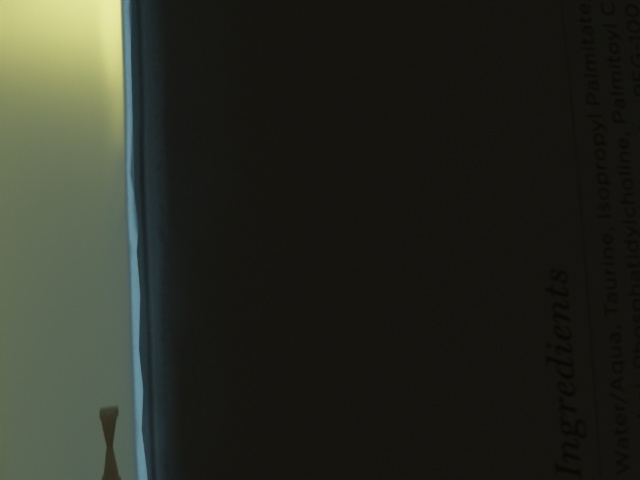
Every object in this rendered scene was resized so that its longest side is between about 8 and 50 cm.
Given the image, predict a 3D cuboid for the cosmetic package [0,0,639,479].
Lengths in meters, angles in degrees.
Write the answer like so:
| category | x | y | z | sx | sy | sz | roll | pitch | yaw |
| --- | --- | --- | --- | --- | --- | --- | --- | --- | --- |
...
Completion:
| category | x | y | z | sx | sy | sz | roll | pitch | yaw |
| --- | --- | --- | --- | --- | --- | --- | --- | --- | --- |
| cosmetic package | 0.049 | -0.006 | 0.741 | 0.329 | 0.393 | 0.328 | 160 | 109 | -66 |
